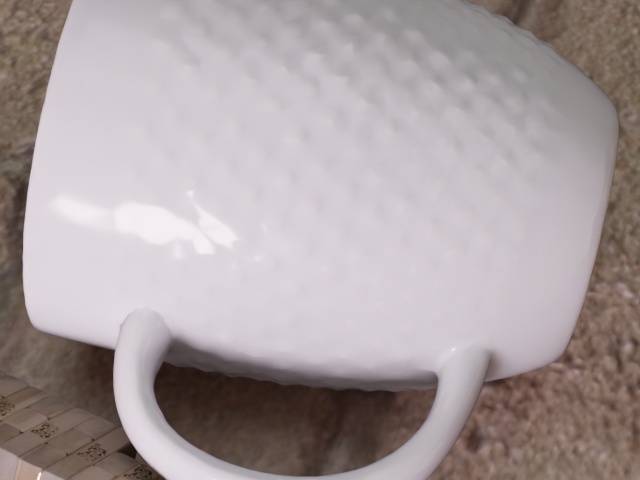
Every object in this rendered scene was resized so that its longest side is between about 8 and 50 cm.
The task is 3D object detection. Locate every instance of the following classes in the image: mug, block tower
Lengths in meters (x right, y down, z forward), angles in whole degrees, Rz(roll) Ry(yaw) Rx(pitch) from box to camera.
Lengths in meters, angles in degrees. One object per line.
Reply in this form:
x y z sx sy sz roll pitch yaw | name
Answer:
0.000 0.000 1.015 0.328 0.276 0.374 12 57 3 | mug
-0.225 0.133 1.009 0.335 0.091 0.097 21 17 18 | block tower
